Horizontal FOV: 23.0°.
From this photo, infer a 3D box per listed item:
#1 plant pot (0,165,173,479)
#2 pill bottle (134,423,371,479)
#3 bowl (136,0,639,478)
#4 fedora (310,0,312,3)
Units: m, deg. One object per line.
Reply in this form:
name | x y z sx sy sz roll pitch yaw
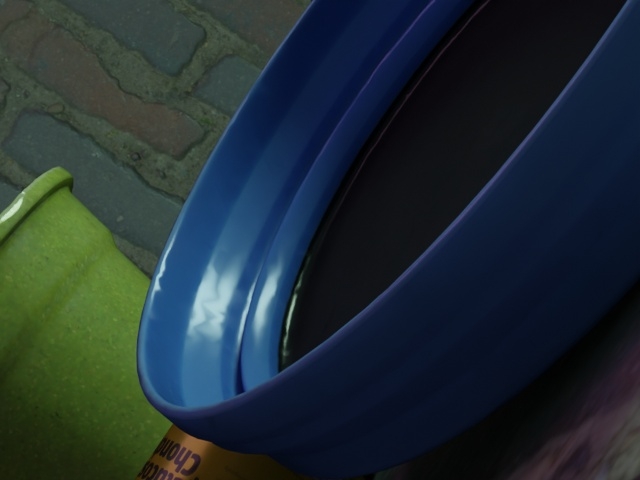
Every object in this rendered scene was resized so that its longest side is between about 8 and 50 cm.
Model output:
plant pot | -0.142 0.136 1.011 0.276 0.254 0.276 -56 1 2
pill bottle | -0.057 0.157 0.812 0.184 0.103 0.103 -56 2 -14
bowl | 0.064 -0.068 0.701 0.391 0.077 0.391 -46 20 22
fedora | 0.097 -0.157 1.326 0.124 0.243 0.275 -26 -17 -16
